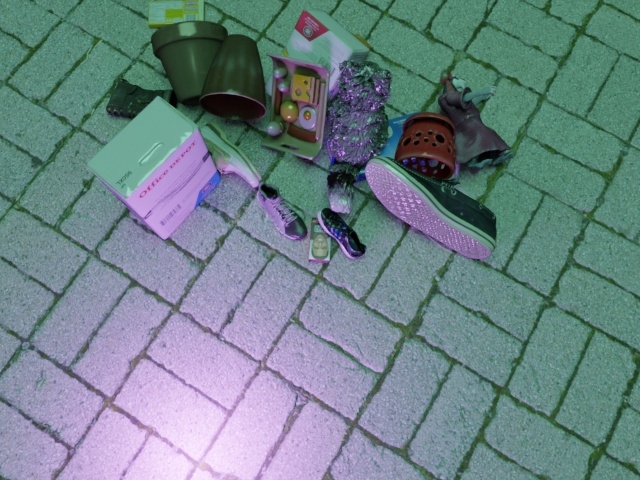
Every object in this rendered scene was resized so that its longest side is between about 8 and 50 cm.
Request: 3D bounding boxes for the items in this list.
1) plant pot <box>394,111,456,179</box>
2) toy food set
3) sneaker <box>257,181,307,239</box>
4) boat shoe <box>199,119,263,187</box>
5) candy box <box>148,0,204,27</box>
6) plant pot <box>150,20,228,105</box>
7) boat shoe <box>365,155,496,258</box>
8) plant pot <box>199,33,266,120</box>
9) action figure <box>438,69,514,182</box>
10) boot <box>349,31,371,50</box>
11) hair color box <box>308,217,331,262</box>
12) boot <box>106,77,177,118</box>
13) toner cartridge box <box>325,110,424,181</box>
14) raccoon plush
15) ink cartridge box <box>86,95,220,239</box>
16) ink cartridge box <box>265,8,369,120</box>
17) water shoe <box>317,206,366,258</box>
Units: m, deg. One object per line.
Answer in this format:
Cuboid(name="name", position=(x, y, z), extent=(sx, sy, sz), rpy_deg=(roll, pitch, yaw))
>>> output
Cuboid(name="plant pot", position=(0.337, -0.296, 1.708), extent=(0.191, 0.191, 0.174), rpy_deg=(10, 70, 2))
Cuboid(name="toy food set", position=(-0.096, -0.440, 1.756), extent=(0.220, 0.305, 0.092), rpy_deg=(20, 30, 26))
Cuboid(name="sneaker", position=(-0.132, -0.101, 1.743), extent=(0.086, 0.132, 0.228), rpy_deg=(-42, 79, -11))
Cuboid(name="boat shoe", position=(-0.315, -0.272, 1.807), extent=(0.103, 0.113, 0.302), rpy_deg=(-41, 68, -10))
Cuboid(name="candy box", position=(-0.538, -0.847, 2.004), extent=(0.206, 0.027, 0.105), rpy_deg=(-2, 72, -2))
Cuboid(name="plant pot", position=(-0.427, -0.593, 1.840), extent=(0.263, 0.263, 0.229), rpy_deg=(-11, 92, -4))
Cuboid(name="boat shoe", position=(0.359, -0.126, 1.700), extent=(0.500, 0.187, 0.155), rpy_deg=(31, 66, -12))
Cuboid(name="plant pot", position=(-0.273, -0.538, 1.743), extent=(0.216, 0.215, 0.230), rpy_deg=(4, 81, 0))
Cuboid(name="action figure", position=(0.494, -0.407, 1.840), extent=(0.276, 0.248, 0.370), rpy_deg=(-33, 77, 18))
Cuboid(name="boot", position=(0.111, -0.622, 1.910), extent=(0.211, 0.104, 0.295), rpy_deg=(-41, 75, -11))
Cuboid(name="hair color box", position=(0.000, 0.000, 1.762), extent=(0.072, 0.043, 0.141), rpy_deg=(4, 75, -1))
Cuboid(name="boot", position=(-0.635, -0.435, 1.866), extent=(0.229, 0.091, 0.262), rpy_deg=(9, 70, 7))
Cuboid(name="toner cartridge box", position=(0.207, -0.315, 1.838), extent=(0.348, 0.075, 0.165), rpy_deg=(-17, 77, -6))
Cuboid(name="raccoon plush", position=(0.128, -0.330, 1.647), extent=(0.216, 0.299, 0.445), rpy_deg=(-1, 75, -2))
Cuboid(name="ink cartridge box", position=(-0.483, -0.204, 1.631), extent=(0.166, 0.395, 0.285), rpy_deg=(38, 77, 9))
Cuboid(name="ink cartridge box", position=(-0.017, -0.572, 1.790), extent=(0.226, 0.306, 0.131), rpy_deg=(45, 38, 11))
Cuboid(name="water shoe", position=(0.075, -0.034, 1.726), extent=(0.203, 0.080, 0.073), rpy_deg=(50, 59, -10))
